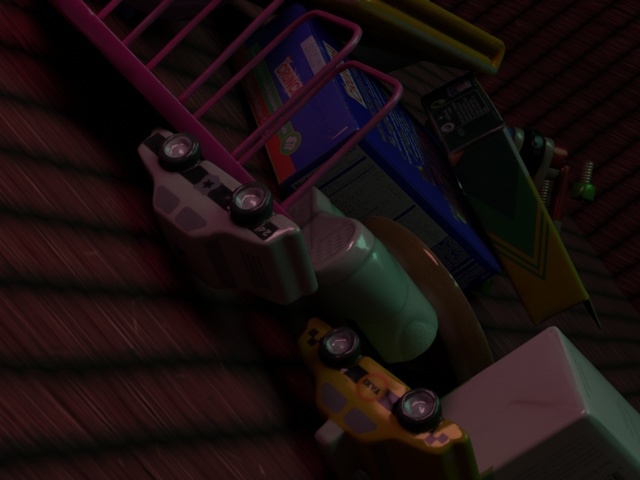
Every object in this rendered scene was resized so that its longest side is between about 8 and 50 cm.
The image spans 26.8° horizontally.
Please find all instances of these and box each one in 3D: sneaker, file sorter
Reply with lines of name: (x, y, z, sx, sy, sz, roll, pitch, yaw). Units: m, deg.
sneaker: (0.018, 0.040, 1.233, 0.151, 0.094, 0.256, 51, -5, -21)
file sorter: (-0.093, -0.189, 1.207, 0.290, 0.182, 0.202, 46, -1, -23)

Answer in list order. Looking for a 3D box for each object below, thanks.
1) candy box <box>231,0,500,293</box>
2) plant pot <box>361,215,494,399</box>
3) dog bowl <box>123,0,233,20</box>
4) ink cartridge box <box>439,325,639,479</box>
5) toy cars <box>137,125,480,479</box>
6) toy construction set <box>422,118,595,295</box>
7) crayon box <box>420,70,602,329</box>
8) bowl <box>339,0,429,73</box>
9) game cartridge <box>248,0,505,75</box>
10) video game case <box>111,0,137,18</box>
candy box: (0.054, -0.097, 1.617, 0.317, 0.122, 0.268, 42, 19, -40)
plant pot: (0.088, 0.088, 1.302, 0.236, 0.032, 0.236, 50, -23, 31)
dog bowl: (-0.191, -0.390, 1.444, 0.349, 0.102, 0.348, 39, 33, -32)
ink cartridge box: (0.239, 0.263, 1.234, 0.353, 0.207, 0.119, 44, 20, -31)
toy cars: (-0.029, 0.072, 1.098, 0.393, 0.087, 0.176, 51, -19, -3)
toy construction set: (0.266, -0.030, 1.976, 0.309, 0.257, 0.237, 15, 83, -41)
crayon box: (0.241, -0.035, 1.700, 0.318, 0.081, 0.202, 59, 8, -25)
bowl: (0.054, -0.380, 2.131, 0.311, 0.163, 0.311, 48, 17, -20)
game cartridge: (0.032, -0.298, 1.718, 0.324, 0.052, 0.285, 23, 4, 43)
video game case: (-0.250, -0.317, 1.428, 0.166, 0.015, 0.119, 47, 18, -20)
